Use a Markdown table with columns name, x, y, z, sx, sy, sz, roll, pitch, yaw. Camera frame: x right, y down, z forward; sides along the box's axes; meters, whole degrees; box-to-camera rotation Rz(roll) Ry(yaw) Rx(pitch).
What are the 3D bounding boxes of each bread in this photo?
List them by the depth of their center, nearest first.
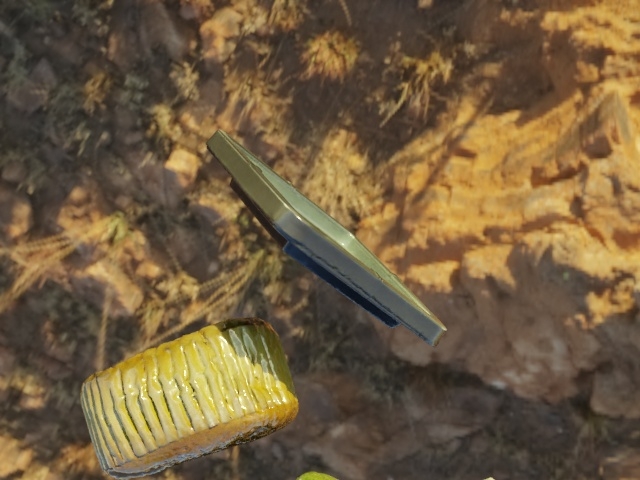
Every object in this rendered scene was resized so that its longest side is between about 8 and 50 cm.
| name | x | y | z | sx | sy | sz | roll | pitch | yaw |
| --- | --- | --- | --- | --- | --- | --- | --- | --- | --- |
| bread | -0.159 | 0.199 | 1.251 | 0.254 | 0.227 | 0.142 | -24 | 80 | 9 |

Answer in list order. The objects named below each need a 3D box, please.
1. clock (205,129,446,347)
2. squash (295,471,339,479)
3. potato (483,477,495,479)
| name | x | y | z | sx | sy | sz | roll | pitch | yaw |
| --- | --- | --- | --- | --- | --- | --- | --- | --- | --- |
| clock | 0.000 | 0.001 | 1.181 | 0.279 | 0.273 | 0.049 | 37 | 96 | -34 |
| squash | 0.055 | 0.303 | 1.113 | 0.184 | 0.052 | 0.052 | 22 | 134 | 6 |
| potato | 0.249 | 0.438 | 1.658 | 0.122 | 0.086 | 0.061 | -30 | 137 | 24 |
